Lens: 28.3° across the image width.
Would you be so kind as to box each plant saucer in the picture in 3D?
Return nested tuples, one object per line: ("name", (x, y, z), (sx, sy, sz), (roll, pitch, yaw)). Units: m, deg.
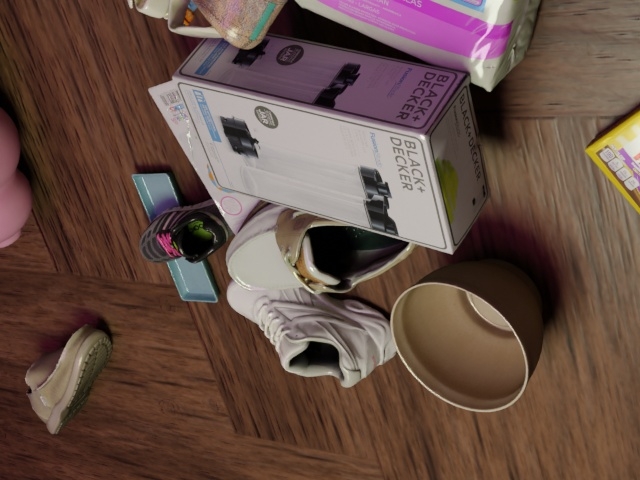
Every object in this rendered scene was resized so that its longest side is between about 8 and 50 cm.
("plant saucer", (-0.185, -0.005, 1.647), (0.067, 0.018, 0.192), (1, 120, 39))

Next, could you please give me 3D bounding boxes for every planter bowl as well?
("planter bowl", (0.172, 0.086, 1.353), (0.162, 0.109, 0.162), (22, 132, 27))

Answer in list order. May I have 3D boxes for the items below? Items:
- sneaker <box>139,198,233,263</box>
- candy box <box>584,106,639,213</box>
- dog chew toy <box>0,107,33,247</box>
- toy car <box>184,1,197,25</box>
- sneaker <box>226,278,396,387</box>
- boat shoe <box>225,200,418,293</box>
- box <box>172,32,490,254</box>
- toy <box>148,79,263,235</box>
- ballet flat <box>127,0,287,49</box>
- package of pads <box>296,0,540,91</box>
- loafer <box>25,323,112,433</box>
("sneaker", (-0.170, -0.004, 1.573), (0.170, 0.075, 0.063), (-18, 110, 34))
("candy box", (0.349, -0.037, 1.175), (0.206, 0.027, 0.105), (48, 135, -1))
("dog chew toy", (-0.498, -0.131, 1.685), (0.207, 0.206, 0.331), (1, 128, 39))
("toy car", (-0.131, -0.243, 1.424), (0.040, 0.060, 0.122), (-41, 113, 6))
("sneaker", (-0.030, 0.103, 1.526), (0.232, 0.115, 0.090), (21, 131, 27))
("boat shoe", (0.000, 0.000, 1.394), (0.302, 0.103, 0.113), (-26, 119, 39))
("box", (0.012, -0.104, 1.250), (0.290, 0.087, 0.169), (17, 145, 28))
("toy", (-0.078, -0.103, 1.448), (0.137, 0.056, 0.237), (-15, 122, 31))
("ballet flat", (-0.145, -0.268, 1.278), (0.316, 0.108, 0.106), (37, 113, 49))
("package of pads", (0.098, -0.309, 1.125), (0.229, 0.101, 0.296), (28, 134, 19))
("loafer", (-0.392, 0.204, 1.912), (0.092, 0.102, 0.268), (37, 138, 3))
